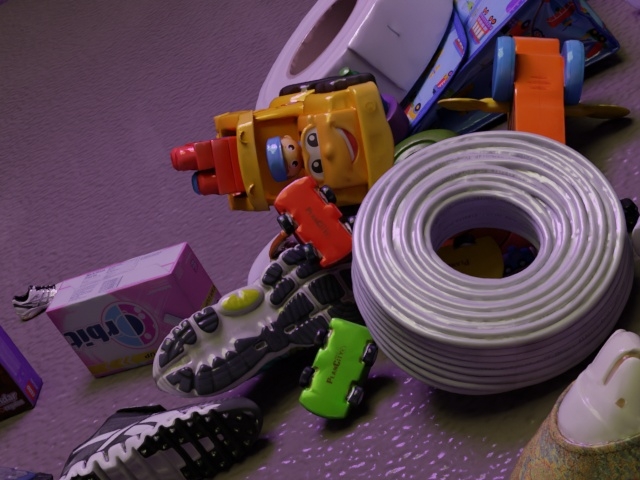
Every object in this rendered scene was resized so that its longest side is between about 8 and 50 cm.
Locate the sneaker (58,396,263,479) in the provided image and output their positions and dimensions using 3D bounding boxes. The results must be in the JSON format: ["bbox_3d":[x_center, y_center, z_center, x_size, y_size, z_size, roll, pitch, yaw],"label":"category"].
[{"bbox_3d":[-0.165,0.197,1.459,0.234,0.078,0.106,-27,29,13],"label":"sneaker"}]

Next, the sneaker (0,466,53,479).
[{"bbox_3d":[-0.325,0.297,1.408,0.111,0.129,0.297,3,8,0],"label":"sneaker"}]

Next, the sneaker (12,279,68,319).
[{"bbox_3d":[-0.367,0.072,1.933,0.083,0.037,0.032,-30,25,-1],"label":"sneaker"}]

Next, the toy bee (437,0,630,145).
[{"bbox_3d":[0.246,-0.168,1.618,0.195,0.162,0.298,22,64,13],"label":"toy bee"}]

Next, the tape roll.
[{"bbox_3d":[0.040,-0.237,1.866,0.286,0.100,0.286,-46,19,21],"label":"tape roll"}]

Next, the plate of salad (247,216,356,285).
[{"bbox_3d":[0.000,0.000,1.665,0.200,0.048,0.200,-24,27,13],"label":"plate of salad"}]

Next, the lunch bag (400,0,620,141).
[{"bbox_3d":[0.190,-0.226,1.809,0.293,0.138,0.221,-40,25,13],"label":"lunch bag"}]

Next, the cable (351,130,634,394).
[{"bbox_3d":[0.155,0.015,1.334,0.257,0.089,0.257,-6,51,2],"label":"cable"}]

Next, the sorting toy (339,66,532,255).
[{"bbox_3d":[0.097,-0.093,1.576,0.127,0.126,0.365,-37,37,2],"label":"sorting toy"}]

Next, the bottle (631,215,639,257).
[{"bbox_3d":[0.373,-0.083,1.371,0.118,0.092,0.283,2,41,40],"label":"bottle"}]

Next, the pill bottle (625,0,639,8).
[{"bbox_3d":[0.420,-0.336,1.793,0.120,0.067,0.067,-42,29,-22],"label":"pill bottle"}]

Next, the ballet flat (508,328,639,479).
[{"bbox_3d":[0.285,0.103,1.118,0.348,0.123,0.123,-24,27,14],"label":"ballet flat"}]

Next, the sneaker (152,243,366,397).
[{"bbox_3d":[-0.049,0.081,1.509,0.275,0.107,0.110,-24,-11,-15],"label":"sneaker"}]

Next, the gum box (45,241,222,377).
[{"bbox_3d":[-0.211,0.083,1.672,0.188,0.107,0.062,-16,30,26],"label":"gum box"}]

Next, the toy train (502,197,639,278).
[{"bbox_3d":[0.236,0.001,1.431,0.158,0.036,0.027,-27,27,8],"label":"toy train"}]

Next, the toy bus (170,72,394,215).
[{"bbox_3d":[-0.044,-0.091,1.552,0.211,0.149,0.220,-10,6,-18],"label":"toy bus"}]

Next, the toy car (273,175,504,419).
[{"bbox_3d":[0.039,0.071,1.429,0.239,0.053,0.225,18,74,13],"label":"toy car"}]

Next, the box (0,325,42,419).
[{"bbox_3d":[-0.509,0.161,1.740,0.293,0.201,0.057,-23,27,15],"label":"box"}]
